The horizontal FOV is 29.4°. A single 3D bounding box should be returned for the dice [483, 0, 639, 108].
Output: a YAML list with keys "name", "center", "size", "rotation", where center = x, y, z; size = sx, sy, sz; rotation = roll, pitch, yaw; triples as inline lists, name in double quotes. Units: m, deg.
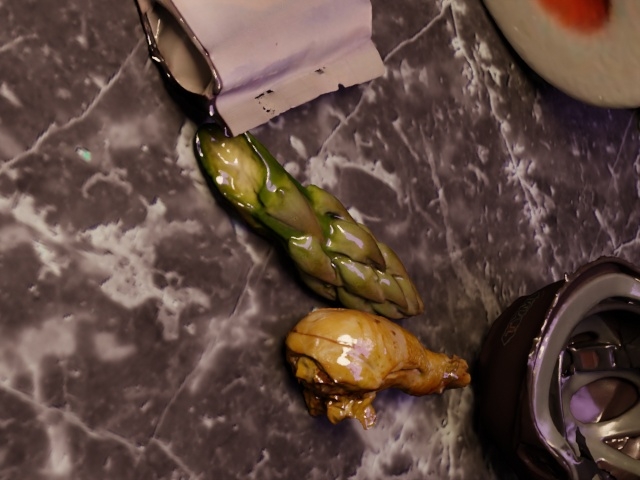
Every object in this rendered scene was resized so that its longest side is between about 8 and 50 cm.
- name: "dice"
  center: [0.330, -0.333, 1.205]
  size: [0.304, 0.277, 0.304]
  rotation: [-43, 112, -22]

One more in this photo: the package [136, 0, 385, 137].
- name: "package"
  center: [-0.067, -0.222, 1.013]
  size: [0.204, 0.062, 0.250]
  rotation: [-28, 95, -39]

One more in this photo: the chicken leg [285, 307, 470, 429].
- name: "chicken leg"
  center: [0.055, 0.120, 1.093]
  size: [0.208, 0.085, 0.101]
  rotation: [16, 86, -43]

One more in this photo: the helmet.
- name: "helmet"
  center: [0.254, 0.148, 1.218]
  size: [0.225, 0.177, 0.305]
  rotation: [-47, 114, -24]

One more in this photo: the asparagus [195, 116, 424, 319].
- name: "asparagus"
  center: [0.000, 0.000, 1.054]
  size: [0.287, 0.080, 0.080]
  rotation: [38, 65, -37]
